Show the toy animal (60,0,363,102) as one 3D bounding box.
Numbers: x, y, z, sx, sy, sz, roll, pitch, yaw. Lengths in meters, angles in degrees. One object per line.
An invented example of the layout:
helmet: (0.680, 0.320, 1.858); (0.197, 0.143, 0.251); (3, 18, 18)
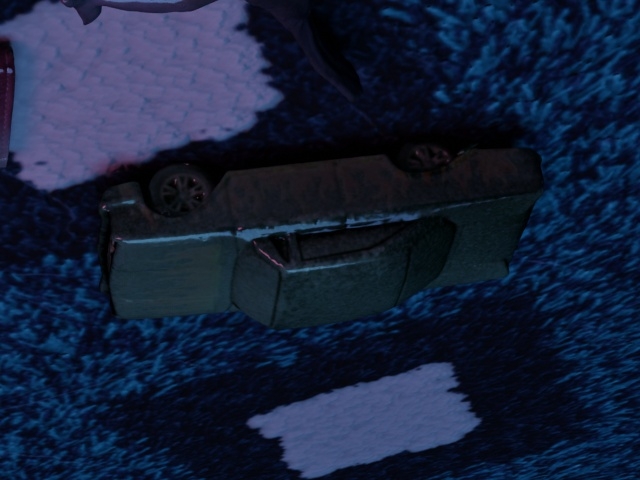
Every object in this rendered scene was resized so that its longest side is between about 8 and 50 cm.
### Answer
toy animal: (-0.050, -0.163, 0.911); (0.206, 0.081, 0.367); (-17, 154, -15)

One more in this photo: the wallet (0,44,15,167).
wallet: (-0.306, -0.078, 1.034); (0.232, 0.025, 0.119); (-3, 151, -16)

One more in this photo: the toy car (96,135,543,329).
toy car: (0.000, 0.000, 1.223); (0.321, 0.097, 0.141); (-7, 151, -11)
